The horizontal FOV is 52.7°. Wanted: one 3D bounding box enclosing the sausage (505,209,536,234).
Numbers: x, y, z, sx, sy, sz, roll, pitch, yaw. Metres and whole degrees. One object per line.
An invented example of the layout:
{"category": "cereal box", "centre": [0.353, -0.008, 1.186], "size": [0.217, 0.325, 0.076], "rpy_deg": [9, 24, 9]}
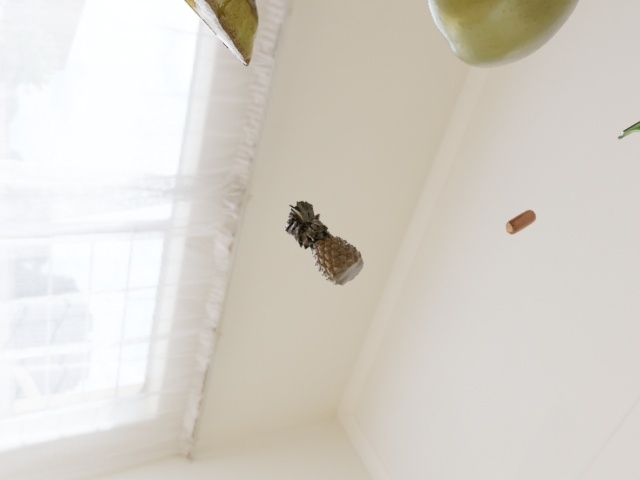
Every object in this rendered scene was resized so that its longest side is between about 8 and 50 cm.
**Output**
{"category": "sausage", "centre": [0.445, -0.041, 1.434], "size": [0.034, 0.083, 0.034], "rpy_deg": [43, -33, 36]}

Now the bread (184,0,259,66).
{"category": "bread", "centre": [-0.163, -0.367, 0.904], "size": [0.088, 0.233, 0.161], "rpy_deg": [-45, -130, -1]}

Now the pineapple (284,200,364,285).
{"category": "pineapple", "centre": [0.000, 0.000, 1.035], "size": [0.159, 0.074, 0.074], "rpy_deg": [48, -45, 27]}

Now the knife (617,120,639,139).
{"category": "knife", "centre": [0.593, -0.188, 1.165], "size": [0.078, 0.022, 0.166], "rpy_deg": [-37, -164, 20]}

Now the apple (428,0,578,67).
{"category": "apple", "centre": [0.430, -0.594, 1.529], "size": [0.357, 0.357, 0.357], "rpy_deg": [10, -79, 61]}
